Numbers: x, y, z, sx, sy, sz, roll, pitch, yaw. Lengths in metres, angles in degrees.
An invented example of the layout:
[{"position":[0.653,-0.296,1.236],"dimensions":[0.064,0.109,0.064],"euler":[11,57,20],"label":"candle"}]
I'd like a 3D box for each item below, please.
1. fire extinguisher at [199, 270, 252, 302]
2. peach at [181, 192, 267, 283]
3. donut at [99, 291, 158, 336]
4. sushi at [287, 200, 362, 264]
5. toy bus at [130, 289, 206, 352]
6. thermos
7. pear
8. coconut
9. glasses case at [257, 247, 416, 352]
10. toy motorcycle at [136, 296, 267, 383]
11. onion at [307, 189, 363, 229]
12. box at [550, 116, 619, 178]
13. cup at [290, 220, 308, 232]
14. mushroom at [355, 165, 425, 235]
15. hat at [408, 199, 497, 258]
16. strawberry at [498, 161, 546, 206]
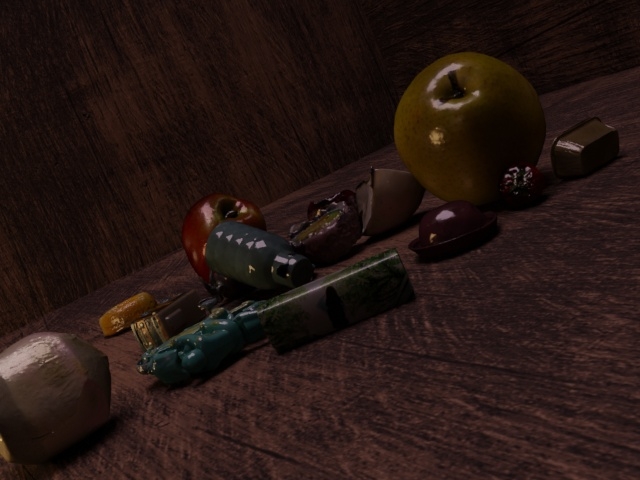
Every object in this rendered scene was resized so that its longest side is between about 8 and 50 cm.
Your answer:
[{"position":[-0.210,0.082,2.043],"dimensions":[0.269,0.105,0.104],"euler":[-31,12,-38],"label":"fire extinguisher"},{"position":[-0.286,0.016,2.199],"dimensions":[0.248,0.275,0.245],"euler":[10,43,-4],"label":"peach"},{"position":[-0.578,0.218,2.273],"dimensions":[0.190,0.075,0.174],"euler":[-22,10,12],"label":"donut"},{"position":[0.002,0.006,1.948],"dimensions":[0.241,0.107,0.161],"euler":[-33,17,11],"label":"sushi"},{"position":[-0.368,0.196,1.850],"dimensions":[0.103,0.091,0.182],"euler":[-19,9,28],"label":"toy bus"},{"position":[-0.135,0.050,1.869],"dimensions":[0.286,0.145,0.182],"euler":[17,7,38],"label":"thermos"},{"position":[0.355,-0.258,1.801],"dimensions":[0.362,0.362,0.418],"euler":[-22,-20,11],"label":"pear"},{"position":[-0.487,0.272,1.351],"dimensions":[0.230,0.227,0.227],"euler":[-29,11,-34],"label":"coconut"},{"position":[0.028,0.109,1.354],"dimensions":[0.272,0.095,0.062],"euler":[-24,11,5],"label":"glasses case"},{"position":[-0.224,0.194,1.470],"dimensions":[0.296,0.109,0.198],"euler":[-27,12,-10],"label":"toy motorcycle"},{"position":[0.067,-0.070,2.188],"dimensions":[0.173,0.135,0.198],"euler":[-20,-5,34],"label":"onion"},{"position":[0.594,-0.207,1.707],"dimensions":[0.177,0.111,0.111],"euler":[-28,10,-24],"label":"box"},{"position":[-0.024,-0.016,2.285],"dimensions":[0.099,0.102,0.074],"euler":[-15,51,37],"label":"cup"},{"position":[0.190,-0.084,1.990],"dimensions":[0.173,0.162,0.236],"euler":[5,-9,-7],"label":"mushroom"},{"position":[0.269,-0.033,1.565],"dimensions":[0.205,0.089,0.205],"euler":[-23,9,4],"label":"hat"},{"position":[0.440,-0.120,1.638],"dimensions":[0.106,0.106,0.106],"euler":[-23,10,4],"label":"strawberry"}]
